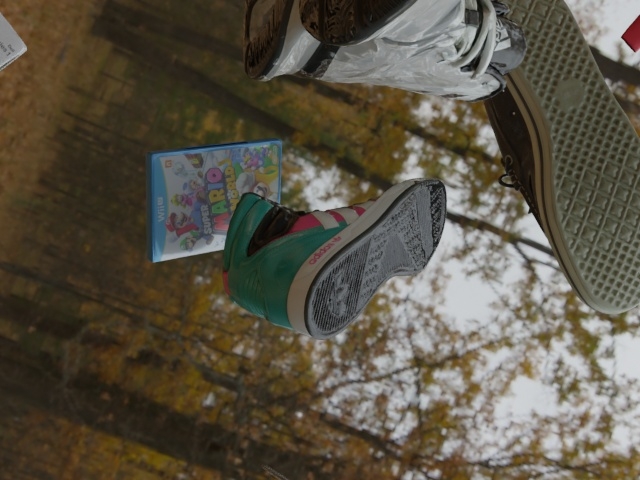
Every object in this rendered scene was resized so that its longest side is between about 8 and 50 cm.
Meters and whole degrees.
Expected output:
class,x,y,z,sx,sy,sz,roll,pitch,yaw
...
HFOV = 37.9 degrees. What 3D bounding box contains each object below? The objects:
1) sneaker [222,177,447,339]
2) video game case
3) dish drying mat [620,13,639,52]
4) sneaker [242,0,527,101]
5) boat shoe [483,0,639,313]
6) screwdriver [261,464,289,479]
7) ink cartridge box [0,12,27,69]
class,x,y,z,sx,sy,sz,roll,pitch,yaw
sneaker,0.000,0.000,0.981,0.295,0.178,0.124,-32,128,-49
video game case,-0.114,-0.046,1.025,0.015,0.166,0.119,23,-63,48
dish drying mat,0.435,-0.290,1.242,0.083,0.032,0.008,-48,-173,-7
sneaker,0.105,-0.230,0.835,0.447,0.257,0.169,-179,-89,-71
boat shoe,0.362,-0.131,1.392,0.156,0.187,0.500,123,-52,-74
screwdriver,0.019,0.238,0.785,0.025,0.170,0.024,-65,166,-1
ink cartridge box,-0.519,-0.319,1.362,0.092,0.160,0.219,-39,-159,-9
